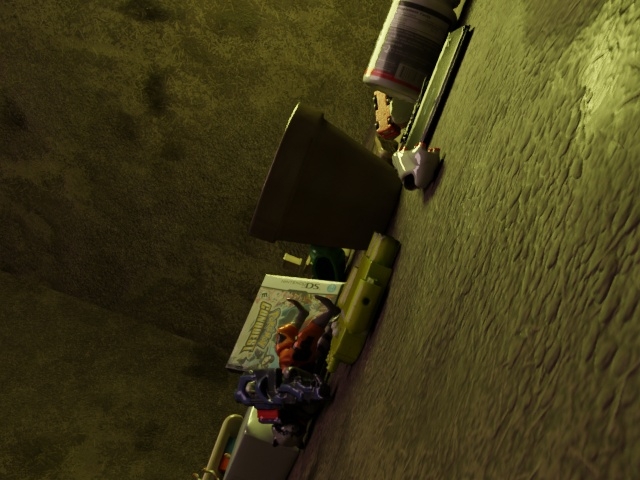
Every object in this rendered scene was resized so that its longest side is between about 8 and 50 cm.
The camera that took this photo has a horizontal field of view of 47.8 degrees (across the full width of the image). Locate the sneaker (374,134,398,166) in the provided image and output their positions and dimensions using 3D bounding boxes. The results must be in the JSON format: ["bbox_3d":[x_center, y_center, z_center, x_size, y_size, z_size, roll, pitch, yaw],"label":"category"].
[{"bbox_3d":[0.168,-0.234,1.957,0.188,0.066,0.071,-74,4,-68],"label":"sneaker"}]

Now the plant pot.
[{"bbox_3d":[0.023,-0.113,1.632,0.323,0.280,0.323,-160,90,-88],"label":"plant pot"}]

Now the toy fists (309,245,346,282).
[{"bbox_3d":[0.000,0.000,2.062,0.279,0.096,0.142,69,-157,-11],"label":"toy fists"}]

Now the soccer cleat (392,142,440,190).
[{"bbox_3d":[0.160,-0.124,1.270,0.196,0.068,0.076,-166,93,-85],"label":"soccer cleat"}]

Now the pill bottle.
[{"bbox_3d":[0.221,-0.478,1.693,0.161,0.161,0.283,-92,23,-84],"label":"pill bottle"}]

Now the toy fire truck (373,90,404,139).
[{"bbox_3d":[0.196,-0.339,1.940,0.047,0.135,0.192,-19,57,30],"label":"toy fire truck"}]

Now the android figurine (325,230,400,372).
[{"bbox_3d":[0.072,0.115,1.346,0.248,0.056,0.273,-97,30,-84],"label":"android figurine"}]

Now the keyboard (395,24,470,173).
[{"bbox_3d":[0.227,-0.281,1.499,0.201,0.033,0.317,-129,61,-80],"label":"keyboard"}]

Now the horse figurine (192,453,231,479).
[{"bbox_3d":[-0.196,0.599,1.789,0.263,0.174,0.066,-25,-29,-53],"label":"horse figurine"}]

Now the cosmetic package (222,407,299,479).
[{"bbox_3d":[-0.128,0.479,1.738,0.224,0.138,0.224,-74,7,-60],"label":"cosmetic package"}]

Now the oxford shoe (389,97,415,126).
[{"bbox_3d":[0.229,-0.360,1.892,0.076,0.076,0.212,69,-153,-44],"label":"oxford shoe"}]

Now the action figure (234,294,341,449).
[{"bbox_3d":[-0.026,0.289,1.562,0.341,0.178,0.330,-4,68,54],"label":"action figure"}]

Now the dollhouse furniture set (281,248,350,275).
[{"bbox_3d":[-0.008,0.030,2.246,0.161,0.182,0.101,113,177,-45],"label":"dollhouse furniture set"}]

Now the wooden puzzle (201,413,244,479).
[{"bbox_3d":[-0.246,0.708,2.046,0.322,0.080,0.348,68,-141,-53],"label":"wooden puzzle"}]

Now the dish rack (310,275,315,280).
[{"bbox_3d":[0.056,-0.003,2.407,0.271,0.074,0.208,114,176,-45],"label":"dish rack"}]

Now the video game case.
[{"bbox_3d":[-0.079,0.214,1.780,0.035,0.248,0.275,55,-131,-47],"label":"video game case"}]
